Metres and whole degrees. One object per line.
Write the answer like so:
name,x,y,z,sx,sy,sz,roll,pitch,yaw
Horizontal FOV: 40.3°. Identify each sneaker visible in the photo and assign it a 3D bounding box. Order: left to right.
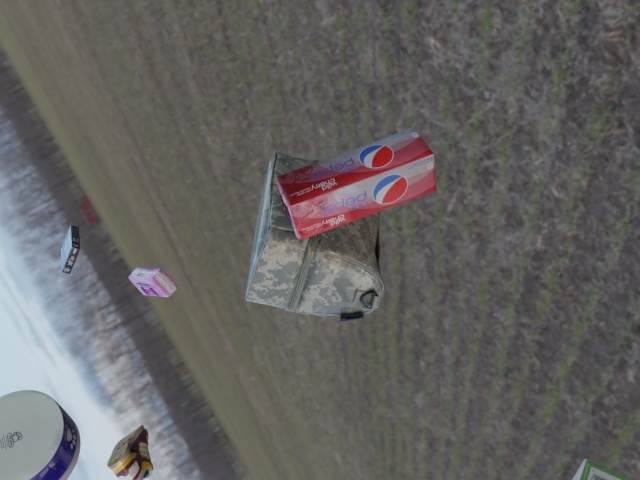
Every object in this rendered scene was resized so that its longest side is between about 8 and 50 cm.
sneaker,-0.377,0.446,1.779,0.084,0.069,0.185,53,-171,-7

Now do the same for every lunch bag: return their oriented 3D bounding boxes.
lunch bag,0.000,0.000,1.721,0.305,0.255,0.213,-87,10,-49

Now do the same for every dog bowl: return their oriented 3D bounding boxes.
dog bowl,-0.725,0.500,2.112,0.265,0.264,0.104,51,165,36

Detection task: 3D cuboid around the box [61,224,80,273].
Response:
box,-0.518,0.019,1.810,0.067,0.018,0.083,-61,30,26

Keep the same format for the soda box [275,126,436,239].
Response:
soda box,0.063,-0.097,1.494,0.092,0.263,0.083,77,170,-47

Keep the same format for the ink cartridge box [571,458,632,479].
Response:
ink cartridge box,0.309,0.373,1.072,0.062,0.109,0.209,23,138,14

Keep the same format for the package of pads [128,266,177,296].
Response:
package of pads,-0.290,0.072,1.509,0.083,0.032,0.050,0,135,48
